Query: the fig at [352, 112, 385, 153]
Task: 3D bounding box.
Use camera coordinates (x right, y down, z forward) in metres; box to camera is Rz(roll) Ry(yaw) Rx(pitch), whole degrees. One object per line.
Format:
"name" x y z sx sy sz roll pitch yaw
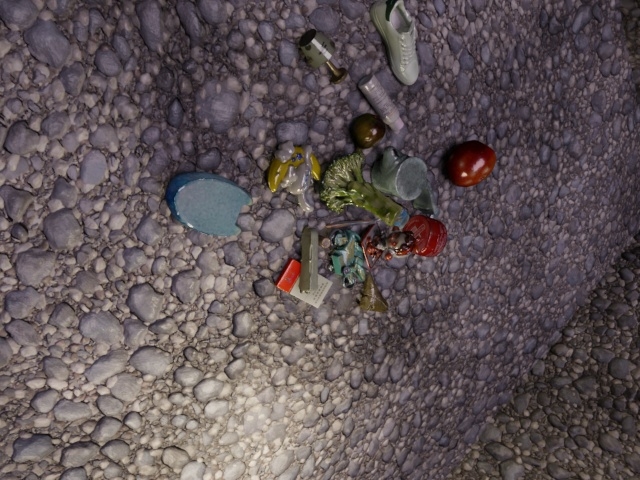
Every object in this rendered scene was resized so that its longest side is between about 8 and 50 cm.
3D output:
"fig" 0.173 -0.407 1.859 0.149 0.149 0.245 12 122 -33

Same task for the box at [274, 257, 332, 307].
"box" -0.069 0.185 1.919 0.245 0.035 0.139 34 85 -34

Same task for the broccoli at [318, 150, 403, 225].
"broccoli" 0.151 -0.166 1.775 0.252 0.361 0.221 -36 155 9

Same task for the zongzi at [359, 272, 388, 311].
"zongzi" 0.280 0.252 2.130 0.189 0.081 0.178 14 86 -39

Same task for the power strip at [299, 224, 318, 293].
"power strip" -0.047 0.078 1.848 0.048 0.080 0.286 4 85 -40

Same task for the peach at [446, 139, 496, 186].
"peach" 0.717 -0.364 2.142 0.243 0.199 0.243 -33 158 -15

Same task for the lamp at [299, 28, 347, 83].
"lamp" 0.018 -0.687 1.675 0.214 0.121 0.121 36 84 -42

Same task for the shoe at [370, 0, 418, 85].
"shoe" 0.341 -0.806 1.809 0.132 0.160 0.363 -41 120 -13

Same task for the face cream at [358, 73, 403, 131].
"face cream" 0.263 -0.571 1.875 0.082 0.082 0.269 -50 123 -9

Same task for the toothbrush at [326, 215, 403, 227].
"toothbrush" 0.200 -0.083 1.978 0.375 0.028 0.037 -6 121 -19

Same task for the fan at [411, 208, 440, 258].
"fan" 0.521 -0.036 2.220 0.057 0.023 0.282 29 86 -35

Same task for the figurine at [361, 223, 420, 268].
"figurine" 0.331 0.021 1.963 0.183 0.226 0.160 -49 128 -45

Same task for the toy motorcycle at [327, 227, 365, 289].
"toy motorcycle" 0.126 0.065 1.972 0.198 0.109 0.296 -26 114 -33

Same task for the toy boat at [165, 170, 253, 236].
"toy boat" -0.405 -0.138 1.599 0.330 0.123 0.215 14 105 -44

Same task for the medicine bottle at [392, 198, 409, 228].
"medicine bottle" 0.327 -0.140 2.052 0.208 0.053 0.090 39 86 -33

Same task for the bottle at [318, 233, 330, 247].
"bottle" 0.000 0.000 1.870 0.045 0.096 0.045 -9 108 -30

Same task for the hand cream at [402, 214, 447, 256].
"hand cream" 0.491 -0.019 2.106 0.125 0.193 0.193 16 95 -33

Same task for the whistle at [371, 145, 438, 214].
"whistle" 0.398 -0.264 1.996 0.404 0.168 0.188 21 93 -38

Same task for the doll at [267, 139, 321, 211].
"doll" -0.091 -0.257 1.734 0.237 0.111 0.252 17 84 -42
